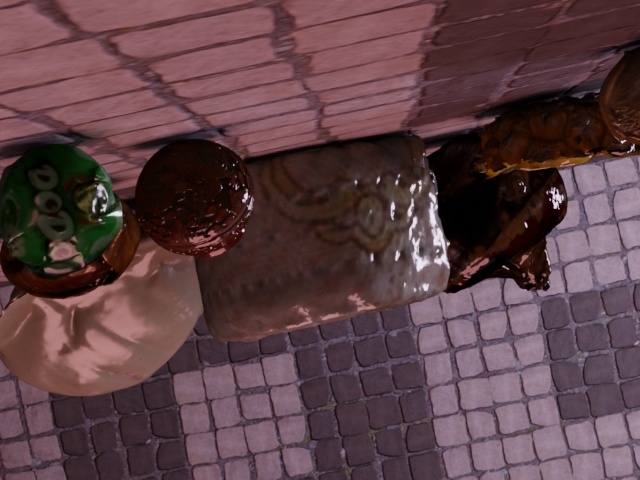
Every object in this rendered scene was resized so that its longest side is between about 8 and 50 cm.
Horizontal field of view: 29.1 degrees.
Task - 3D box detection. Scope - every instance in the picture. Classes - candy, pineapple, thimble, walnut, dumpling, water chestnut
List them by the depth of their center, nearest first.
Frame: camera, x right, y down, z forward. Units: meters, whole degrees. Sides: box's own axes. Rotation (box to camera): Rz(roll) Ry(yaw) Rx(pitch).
[{"bbox_3d":[-0.217,-0.032,0.986,0.097,0.097,0.323,-11,-173,-14],"label":"candy"},{"bbox_3d":[-0.249,0.004,1.240,0.115,0.116,0.207,-11,178,-42],"label":"walnut"},{"bbox_3d":[0.258,-0.114,1.312,0.224,0.076,0.225,-9,180,0],"label":"pineapple"},{"bbox_3d":[0.000,0.000,1.401,0.291,0.195,0.291,-10,180,0],"label":"thimble"},{"bbox_3d":[0.206,-0.025,1.549,0.223,0.238,0.223,-36,178,-2],"label":"water chestnut"},{"bbox_3d":[-0.282,0.072,1.579,0.395,0.233,0.315,-26,174,9],"label":"dumpling"}]

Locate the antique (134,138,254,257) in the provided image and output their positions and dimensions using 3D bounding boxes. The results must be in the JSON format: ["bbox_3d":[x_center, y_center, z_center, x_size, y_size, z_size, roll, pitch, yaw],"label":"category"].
[{"bbox_3d":[-0.103,-0.036,1.009,0.104,0.104,0.104,-12,179,0],"label":"antique"}]

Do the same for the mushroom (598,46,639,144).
[{"bbox_3d":[0.328,-0.134,0.877,0.122,0.095,0.351,-32,-172,-23],"label":"mushroom"}]
